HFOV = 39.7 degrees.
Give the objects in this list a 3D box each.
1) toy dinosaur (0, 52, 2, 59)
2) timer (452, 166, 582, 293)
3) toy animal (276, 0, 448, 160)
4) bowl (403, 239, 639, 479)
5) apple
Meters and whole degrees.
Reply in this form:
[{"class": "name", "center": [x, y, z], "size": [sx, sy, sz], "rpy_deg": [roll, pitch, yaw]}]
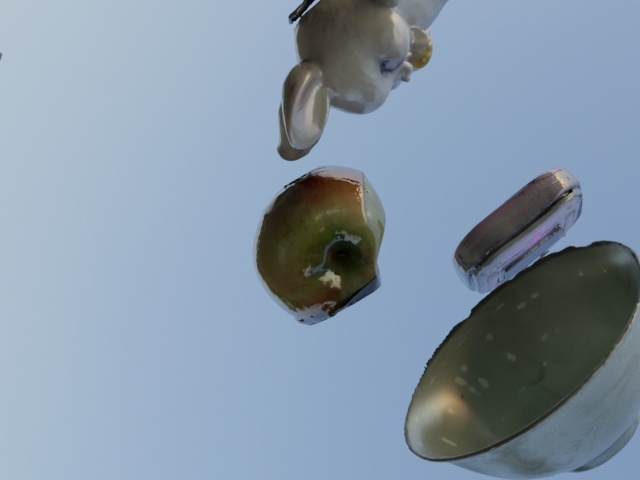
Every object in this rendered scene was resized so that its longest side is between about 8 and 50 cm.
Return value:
[{"class": "toy dinosaur", "center": [-0.426, -0.240, 0.897], "size": [0.206, 0.113, 0.328], "rpy_deg": [-7, -105, 21]}, {"class": "timer", "center": [0.285, -0.009, 1.265], "size": [0.208, 0.191, 0.069], "rpy_deg": [-40, -111, 0]}, {"class": "toy animal", "center": [0.049, -0.241, 1.070], "size": [0.325, 0.154, 0.208], "rpy_deg": [-46, -178, -6]}, {"class": "bowl", "center": [0.251, 0.156, 0.943], "size": [0.313, 0.146, 0.313], "rpy_deg": [-44, -169, 11]}, {"class": "apple", "center": [0.000, 0.000, 1.148], "size": [0.188, 0.173, 0.207], "rpy_deg": [-112, -143, -67]}]
